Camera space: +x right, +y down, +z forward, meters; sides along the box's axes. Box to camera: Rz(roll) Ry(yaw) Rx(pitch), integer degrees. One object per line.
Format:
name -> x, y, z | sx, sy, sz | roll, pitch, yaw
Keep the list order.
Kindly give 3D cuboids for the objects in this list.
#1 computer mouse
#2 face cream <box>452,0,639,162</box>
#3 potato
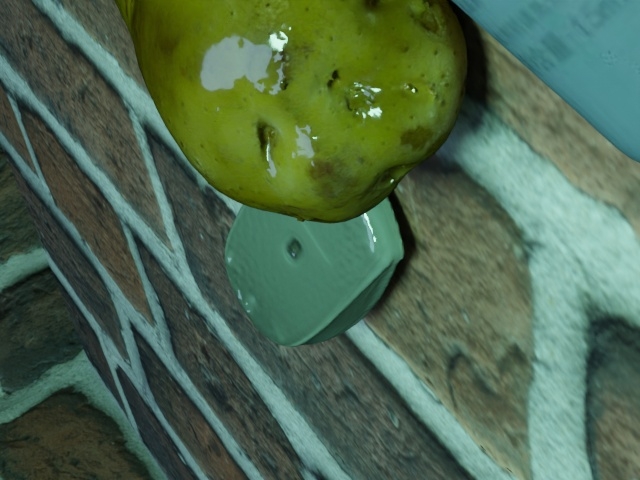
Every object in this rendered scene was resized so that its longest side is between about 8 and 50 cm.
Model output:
computer mouse -> 0.000, 0.000, 1.055 | 0.128, 0.079, 0.231 | 56, 147, 9
face cream -> 0.060, -0.122, 0.449 | 0.385, 0.086, 0.135 | 40, 150, -6
potato -> -0.055, -0.162, 0.831 | 0.369, 0.176, 0.195 | 55, -171, 35
